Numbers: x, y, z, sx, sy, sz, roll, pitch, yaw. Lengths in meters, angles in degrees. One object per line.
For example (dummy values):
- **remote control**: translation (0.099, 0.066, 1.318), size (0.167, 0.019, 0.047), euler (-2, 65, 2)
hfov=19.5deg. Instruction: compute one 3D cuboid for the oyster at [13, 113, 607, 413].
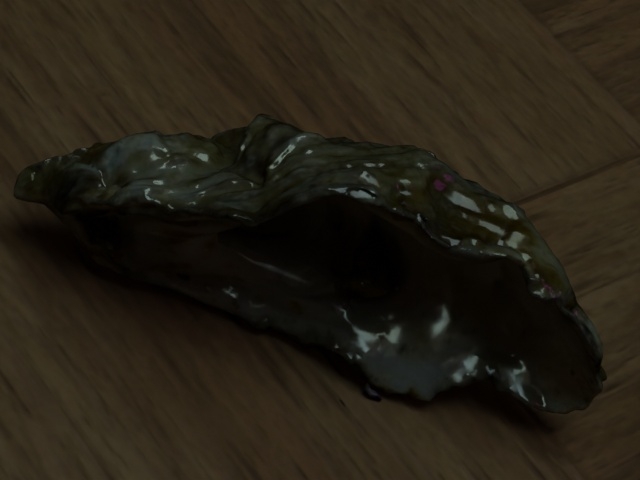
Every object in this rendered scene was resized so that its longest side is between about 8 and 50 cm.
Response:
- **oyster**: translation (0.002, -0.002, 1.062), size (0.341, 0.166, 0.110), euler (13, 52, 14)
